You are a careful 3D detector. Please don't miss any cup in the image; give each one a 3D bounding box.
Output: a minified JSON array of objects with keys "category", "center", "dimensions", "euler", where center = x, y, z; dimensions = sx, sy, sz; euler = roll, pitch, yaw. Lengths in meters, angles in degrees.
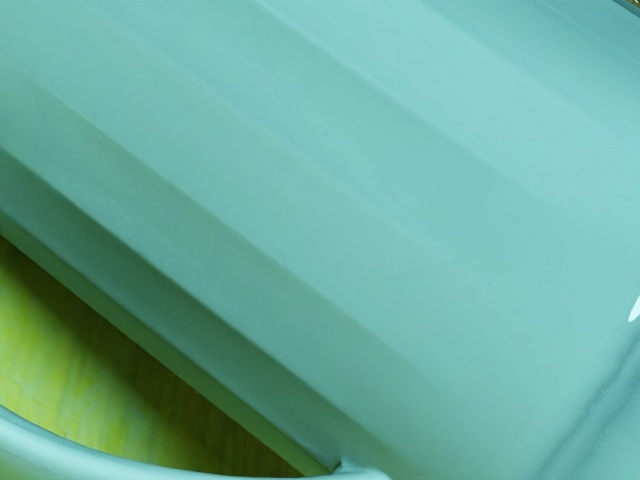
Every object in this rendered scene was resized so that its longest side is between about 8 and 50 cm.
[{"category":"cup","center":[0.000,0.000,0.736],"dimensions":[0.327,0.237,0.323],"euler":[37,61,13]}]

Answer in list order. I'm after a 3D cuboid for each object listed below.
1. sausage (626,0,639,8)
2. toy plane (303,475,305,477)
[{"category":"sausage","center":[0.173,-0.150,1.373],"dimensions":[0.065,0.169,0.065],"euler":[43,24,-24]},{"category":"toy plane","center":[0.083,0.151,0.880],"dimensions":[0.244,0.117,0.245],"euler":[42,26,-26]}]
